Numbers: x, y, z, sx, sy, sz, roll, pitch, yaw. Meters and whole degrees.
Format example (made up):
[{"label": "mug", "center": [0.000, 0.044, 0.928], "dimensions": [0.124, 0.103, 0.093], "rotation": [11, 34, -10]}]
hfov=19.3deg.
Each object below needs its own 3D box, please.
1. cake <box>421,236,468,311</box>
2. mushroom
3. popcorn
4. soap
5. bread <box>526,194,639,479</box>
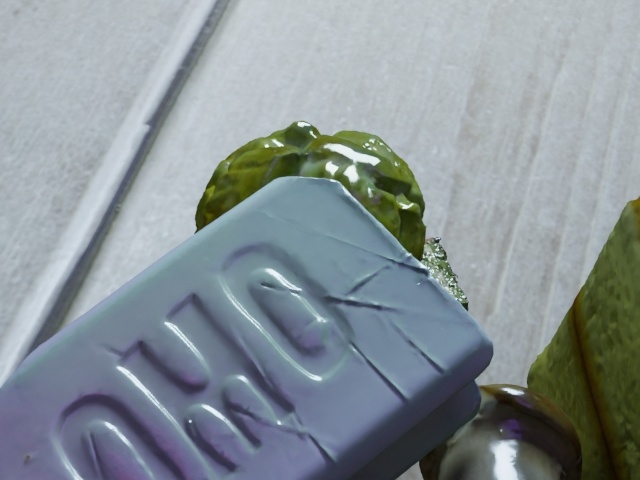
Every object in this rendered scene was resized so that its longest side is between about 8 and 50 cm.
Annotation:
[{"label": "cake", "center": [0.091, 0.028, 1.591], "dimensions": [0.051, 0.055, 0.140], "rotation": [3, 41, -10]}, {"label": "mushroom", "center": [0.134, 0.283, 1.270], "dimensions": [0.154, 0.137, 0.407], "rotation": [5, 48, 3]}, {"label": "popcorn", "center": [0.000, 0.000, 1.508], "dimensions": [0.198, 0.198, 0.212], "rotation": [29, 17, 10]}, {"label": "soap", "center": [-0.078, 0.124, 1.278], "dimensions": [0.347, 0.115, 0.208], "rotation": [-36, 67, -20]}, {"label": "bread", "center": [0.314, 0.172, 1.392], "dimensions": [0.244, 0.233, 0.362], "rotation": [7, 46, -17]}]
